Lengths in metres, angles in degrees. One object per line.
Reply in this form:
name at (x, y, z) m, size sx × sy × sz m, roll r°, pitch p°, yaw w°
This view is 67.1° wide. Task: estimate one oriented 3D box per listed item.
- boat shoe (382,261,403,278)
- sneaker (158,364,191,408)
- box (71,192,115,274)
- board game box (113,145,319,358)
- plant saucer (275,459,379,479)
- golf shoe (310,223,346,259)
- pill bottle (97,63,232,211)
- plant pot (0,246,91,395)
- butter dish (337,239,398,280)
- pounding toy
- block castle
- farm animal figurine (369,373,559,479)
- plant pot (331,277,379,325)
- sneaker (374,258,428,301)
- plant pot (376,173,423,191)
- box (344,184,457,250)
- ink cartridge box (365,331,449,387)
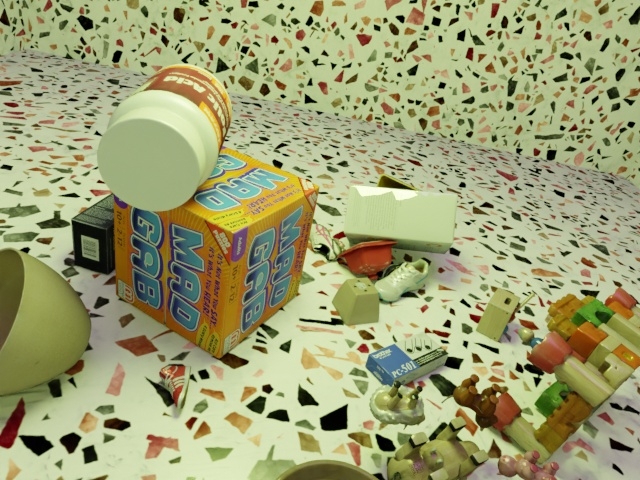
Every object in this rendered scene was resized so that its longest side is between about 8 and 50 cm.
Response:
boat shoe at (0.249, 0.104, 1.599) m, size 0.038 × 0.046 × 0.125 m, roll 28°, pitch 25°, yaw 31°
sneaker at (-0.315, 0.309, 1.027) m, size 0.067 × 0.042 × 0.118 m, roll 10°, pitch 22°, yaw -12°
box at (-0.597, -0.027, 1.381) m, size 0.108 × 0.153 × 0.207 m, roll 15°, pitch 29°, yaw 5°
board game box at (-0.269, 0.001, 1.254) m, size 0.356 × 0.356 × 0.356 m, roll 25°, pitch 32°, yaw 21°
plant saucer at (0.023, 0.509, 0.824) m, size 0.278 × 0.041 × 0.278 m, roll 10°, pitch 31°, yaw -6°
golf shoe at (0.000, 0.000, 1.653) m, size 0.086 × 0.067 × 0.186 m, roll -16°, pitch 41°, yaw -38°
pill bottle at (-0.324, -0.235, 1.053) m, size 0.224 × 0.224 × 0.392 m, roll 8°, pitch 30°, yaw -8°
plant pot at (-0.584, 0.178, 0.966) m, size 0.284 × 0.284 × 0.191 m, roll 41°, pitch 5°, yaw 40°
butter dish at (0.159, 0.071, 1.558) m, size 0.160 × 0.160 × 0.118 m, roll -5°, pitch 78°, yaw -28°
pounding toy at (0.554, 0.213, 1.445) m, size 0.100 × 0.130 × 0.141 m, roll 28°, pitch 33°, yaw 24°
block castle at (0.606, 0.293, 1.164) m, size 0.453 × 0.303 × 0.213 m, roll -14°, pitch 46°, yaw -38°
farm animal figurine at (0.266, 0.439, 0.917) m, size 0.327 × 0.172 × 0.330 m, roll 6°, pitch 42°, yaw -16°
plant pot at (0.109, 0.167, 1.383) m, size 0.109 × 0.096 × 0.109 m, roll -1°, pitch 33°, yaw -24°
sneaker at (0.252, 0.121, 1.522) m, size 0.229 × 0.092 × 0.087 m, roll -18°, pitch 44°, yaw -40°
plant pot at (0.325, -0.123, 1.873) m, size 0.212 × 0.212 × 0.187 m, roll 29°, pitch 21°, yaw 26°
box at (0.267, -0.067, 1.628) m, size 0.345 × 0.168 × 0.215 m, roll 7°, pitch -9°, yaw 9°
ink cartridge box at (0.224, 0.307, 1.241) m, size 0.207 × 0.046 × 0.097 m, roll -12°, pitch 37°, yaw -36°
